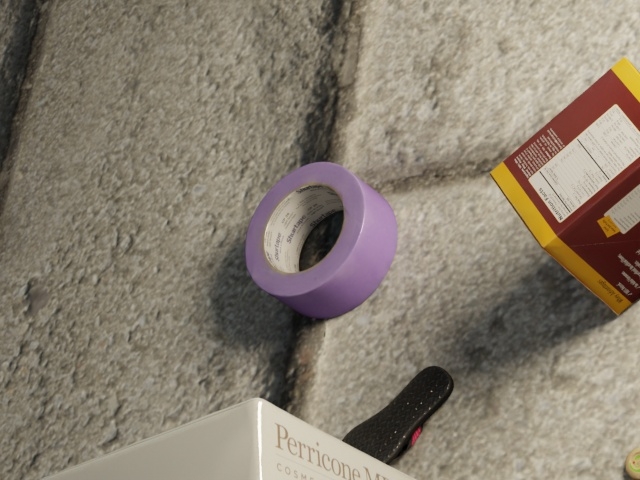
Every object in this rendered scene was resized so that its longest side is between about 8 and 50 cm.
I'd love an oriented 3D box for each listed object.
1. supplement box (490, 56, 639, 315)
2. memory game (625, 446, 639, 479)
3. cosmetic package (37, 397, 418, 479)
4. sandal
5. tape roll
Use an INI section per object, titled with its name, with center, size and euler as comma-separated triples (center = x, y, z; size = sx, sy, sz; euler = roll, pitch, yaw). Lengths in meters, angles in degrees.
[supplement box]
center = 0.329, -0.055, 1.746
size = 0.194, 0.191, 0.129
euler = -41, 47, 13
[memory game]
center = 0.391, 0.255, 1.647
size = 0.186, 0.012, 0.186
euler = -19, 56, 30
[cosmetic package]
center = -0.089, 0.436, 1.708
size = 0.327, 0.329, 0.393
euler = -24, 54, 28
[sandal]
center = 0.091, 0.224, 1.893
size = 0.179, 0.040, 0.067
euler = -42, 51, -7
[tape roll]
center = 0.000, 0.000, 2.056
size = 0.189, 0.080, 0.189
euler = -19, 56, 31
